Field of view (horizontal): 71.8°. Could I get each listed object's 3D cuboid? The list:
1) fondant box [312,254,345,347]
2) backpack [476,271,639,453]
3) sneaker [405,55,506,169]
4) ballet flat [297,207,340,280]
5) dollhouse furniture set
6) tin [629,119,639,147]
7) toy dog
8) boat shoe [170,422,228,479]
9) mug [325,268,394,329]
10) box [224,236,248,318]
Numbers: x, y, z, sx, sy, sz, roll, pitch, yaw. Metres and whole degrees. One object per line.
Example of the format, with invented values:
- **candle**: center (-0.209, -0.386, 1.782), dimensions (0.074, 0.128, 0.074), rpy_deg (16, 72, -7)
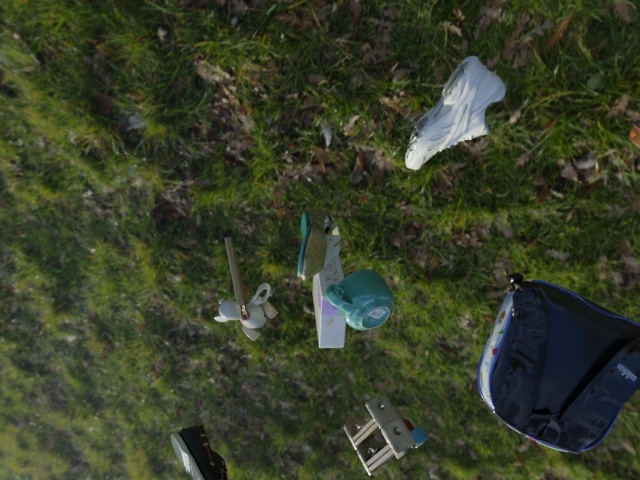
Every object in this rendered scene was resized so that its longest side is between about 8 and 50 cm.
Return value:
- **fondant box**: center (0.030, 0.201, 1.655), dimensions (0.096, 0.330, 0.238), rpy_deg (-1, 120, -6)
- **backpack**: center (0.420, 0.232, 0.816), dimensions (0.276, 0.263, 0.213), rpy_deg (26, 170, 16)
- **sneaker**: center (0.245, -0.206, 0.806), dimensions (0.115, 0.090, 0.232), rpy_deg (27, 135, -9)
- **ballet flat**: center (0.000, 0.000, 1.211), dimensions (0.123, 0.348, 0.123), rpy_deg (0, 114, -1)
- **dollhouse furniture set**: center (0.180, 0.453, 1.083), dimensions (0.183, 0.129, 0.129), rpy_deg (-5, 139, -40)
- **tin**: center (0.671, -0.177, 0.803), dimensions (0.189, 0.106, 0.040), rpy_deg (17, 123, 17)
- **toy dog**: center (-0.303, 0.262, 1.729), dimensions (0.161, 0.220, 0.334), rpy_deg (39, 156, 27)
- **boat shoe**: center (-0.124, 0.257, 0.494), dimensions (0.133, 0.042, 0.049), rpy_deg (33, 128, 45)
- **mug**: center (0.095, 0.150, 1.029), dimensions (0.158, 0.097, 0.129), rpy_deg (-18, 134, -15)
- **box**: center (-0.238, 0.111, 1.263), dimensions (0.021, 0.201, 0.164), rpy_deg (-12, 158, -10)
